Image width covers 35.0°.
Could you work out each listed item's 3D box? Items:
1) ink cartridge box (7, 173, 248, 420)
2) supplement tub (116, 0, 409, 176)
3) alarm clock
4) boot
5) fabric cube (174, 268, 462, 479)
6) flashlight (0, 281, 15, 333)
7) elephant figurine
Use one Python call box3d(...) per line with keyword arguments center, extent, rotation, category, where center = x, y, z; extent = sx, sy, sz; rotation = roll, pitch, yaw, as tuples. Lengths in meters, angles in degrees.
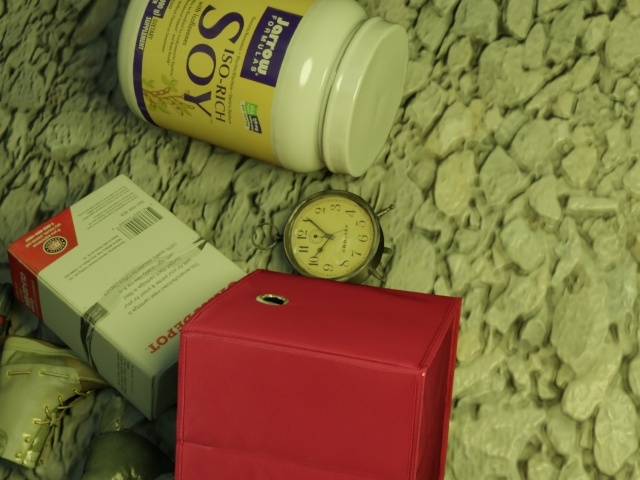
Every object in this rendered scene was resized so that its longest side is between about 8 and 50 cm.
box3d(center=(-0.236, 0.068, 1.316), extent=(0.273, 0.114, 0.197), rotation=(37, 54, 21), category="ink cartridge box")
box3d(center=(-0.073, -0.228, 1.349), extent=(0.331, 0.241, 0.241), rotation=(19, 77, 18), category="supplement tub")
box3d(center=(0.000, 0.000, 1.353), extent=(0.192, 0.064, 0.129), rotation=(5, 73, 11), category="alarm clock")
box3d(center=(-0.350, 0.223, 1.348), extent=(0.213, 0.077, 0.165), rotation=(10, 74, 20), category="boot")
box3d(center=(0.004, 0.195, 1.140), extent=(0.258, 0.254, 0.259), rotation=(8, 105, 15), category="fabric cube")
box3d(center=(-0.514, 0.189, 1.383), extent=(0.103, 0.103, 0.304), rotation=(8, 73, 42), category="flashlight")
box3d(center=(-0.180, 0.338, 1.250), extent=(0.239, 0.186, 0.169), rotation=(14, 35, 6), category="elephant figurine")
